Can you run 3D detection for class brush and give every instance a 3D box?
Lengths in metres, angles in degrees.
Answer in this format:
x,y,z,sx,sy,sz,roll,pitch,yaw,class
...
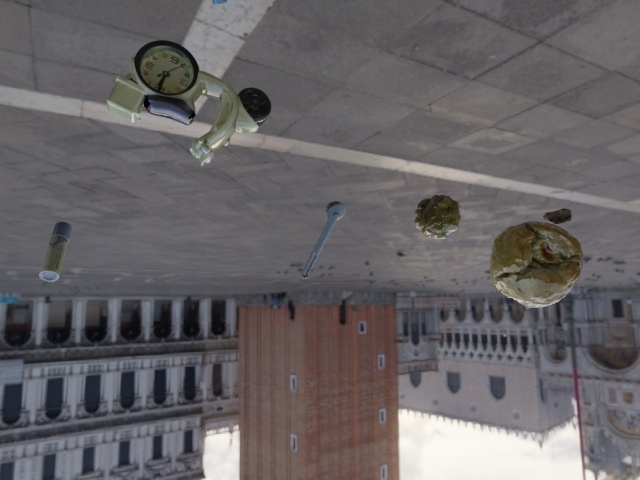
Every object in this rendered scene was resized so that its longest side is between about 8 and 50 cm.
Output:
x,y,z,sx,sy,sz,roll,pitch,yaw,class
0.000,0.000,1.380,0.062,0.265,0.027,11,-155,-37,brush

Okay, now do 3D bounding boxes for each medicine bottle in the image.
x,y,z,sx,sy,sz,roll,pitch,yaw,class
-0.905,0.034,1.578,0.059,0.230,0.059,-7,138,-7,medicine bottle

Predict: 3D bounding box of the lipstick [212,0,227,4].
x,y,z,sx,sy,sz,roll,pitch,yaw,class
-0.326,-0.813,1.407,0.048,0.048,0.157,-2,131,7,lipstick

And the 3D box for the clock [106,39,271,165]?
x,y,z,sx,sy,sz,roll,pitch,yaw,class
-0.345,-0.363,1.248,0.379,0.276,0.120,27,163,-12,clock

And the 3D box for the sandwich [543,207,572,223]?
x,y,z,sx,sy,sz,roll,pitch,yaw,class
0.692,-0.071,1.339,0.101,0.026,0.069,-14,-160,-24,sandwich

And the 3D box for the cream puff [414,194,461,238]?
x,y,z,sx,sy,sz,roll,pitch,yaw,class
0.336,-0.077,1.356,0.146,0.146,0.116,-6,158,35,cream puff

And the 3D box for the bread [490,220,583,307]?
x,y,z,sx,sy,sz,roll,pitch,yaw,class
0.577,0.059,1.221,0.245,0.244,0.134,-1,168,2,bread
